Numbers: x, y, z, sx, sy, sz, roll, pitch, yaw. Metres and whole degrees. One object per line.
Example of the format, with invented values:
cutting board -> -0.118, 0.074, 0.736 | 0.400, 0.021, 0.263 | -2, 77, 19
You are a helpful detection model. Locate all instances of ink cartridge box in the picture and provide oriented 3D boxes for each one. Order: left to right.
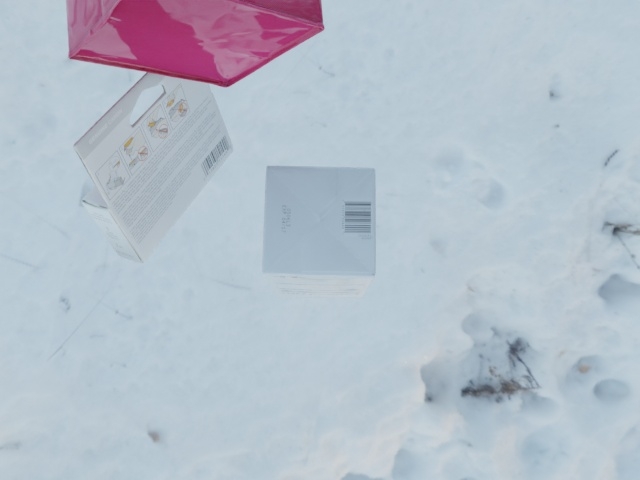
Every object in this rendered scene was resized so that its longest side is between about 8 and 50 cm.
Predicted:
ink cartridge box -> -0.272, -0.155, 0.954 | 0.066, 0.261, 0.296 | 15, 55, 23

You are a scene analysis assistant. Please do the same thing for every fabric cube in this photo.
fabric cube -> -0.174, -0.381, 0.769 | 0.254, 0.259, 0.259 | -2, 85, -41

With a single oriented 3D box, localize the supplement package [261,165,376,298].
supplement package -> 0.000, 0.000, 1.022 | 0.175, 0.293, 0.178 | 1, 78, 0
